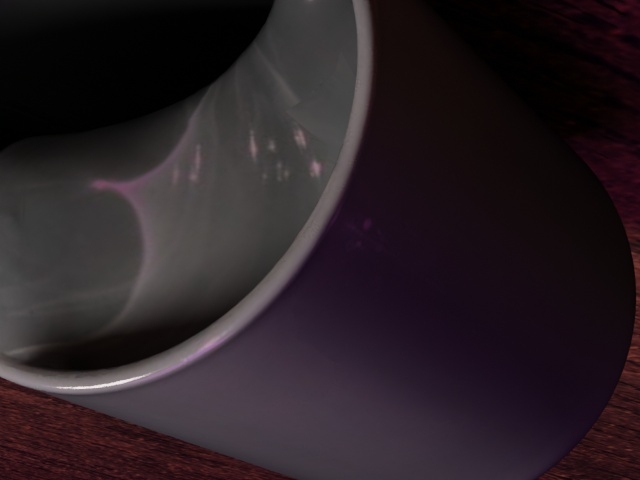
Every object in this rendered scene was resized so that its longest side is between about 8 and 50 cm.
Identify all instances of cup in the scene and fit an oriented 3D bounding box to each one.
[{"bbox_3d":[0.000,0.000,0.725,0.205,0.205,0.312,-1,161,30],"label":"cup"}]
